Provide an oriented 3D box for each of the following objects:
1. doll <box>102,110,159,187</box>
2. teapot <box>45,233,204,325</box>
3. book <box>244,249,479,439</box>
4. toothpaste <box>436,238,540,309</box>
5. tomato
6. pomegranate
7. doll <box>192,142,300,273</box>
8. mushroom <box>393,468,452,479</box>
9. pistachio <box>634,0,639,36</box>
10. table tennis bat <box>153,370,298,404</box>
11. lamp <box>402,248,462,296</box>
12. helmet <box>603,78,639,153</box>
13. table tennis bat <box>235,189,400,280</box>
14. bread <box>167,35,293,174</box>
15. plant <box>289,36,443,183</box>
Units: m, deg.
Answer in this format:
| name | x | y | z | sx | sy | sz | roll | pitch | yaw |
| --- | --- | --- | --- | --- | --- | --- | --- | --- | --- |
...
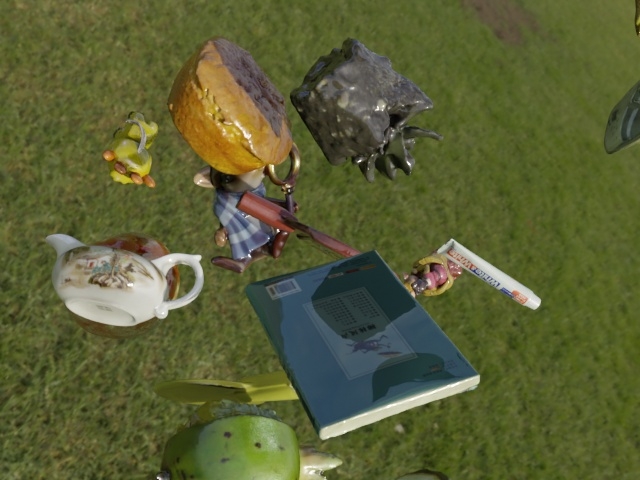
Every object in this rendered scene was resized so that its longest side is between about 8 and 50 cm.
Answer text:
| name | x | y | z | sx | sy | sz | roll | pitch | yaw |
| --- | --- | --- | --- | --- | --- | --- | --- | --- | --- |
| doll | -0.452 | -0.208 | 1.836 | 0.143 | 0.135 | 0.221 | 37 | 24 | -27 |
| teapot | -0.362 | 0.071 | 1.368 | 0.298 | 0.204 | 0.139 | 11 | 63 | -3 |
| book | 0.052 | 0.148 | 1.243 | 0.264 | 0.031 | 0.379 | -15 | 35 | -14 |
| toothpaste | 0.322 | 0.065 | 1.446 | 0.218 | 0.052 | 0.033 | 32 | 50 | -6 |
| tomato | -0.458 | 0.115 | 1.775 | 0.270 | 0.270 | 0.223 | -70 | 156 | -53 |
| pomegranate | -0.127 | 0.412 | 1.356 | 0.340 | 0.260 | 0.260 | 9 | 48 | -18 |
| doll | -0.187 | -0.102 | 2.088 | 0.318 | 0.209 | 0.340 | -23 | 103 | -26 |
| mushroom | 0.211 | 0.592 | 1.575 | 0.164 | 0.267 | 0.189 | 52 | 38 | 1 |
| pistachio | 0.528 | -0.414 | 1.217 | 0.089 | 0.049 | 0.173 | -25 | 114 | -40 |
| table tennis bat | -0.172 | 0.296 | 1.514 | 0.224 | 0.368 | 0.054 | 27 | 59 | -46 |
| lamp | 0.300 | 0.106 | 2.142 | 0.253 | 0.118 | 0.118 | -29 | 80 | -45 |
| helmet | 0.691 | -0.254 | 1.495 | 0.137 | 0.257 | 0.204 | 25 | 54 | -4 |
| table tennis bat | 0.000 | 0.000 | 1.741 | 0.414 | 0.051 | 0.268 | 28 | -4 | -11 |
| bread | -0.186 | -0.279 | 1.622 | 0.312 | 0.172 | 0.312 | 45 | 28 | -32 |
| plant | 0.086 | -0.228 | 1.436 | 0.276 | 0.199 | 0.188 | 41 | 57 | -25 |
